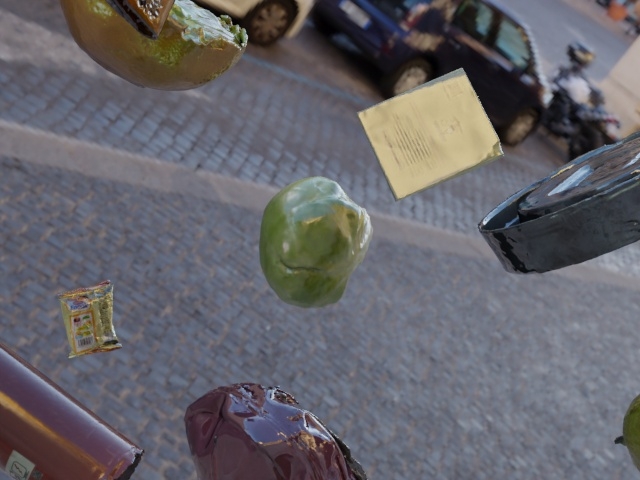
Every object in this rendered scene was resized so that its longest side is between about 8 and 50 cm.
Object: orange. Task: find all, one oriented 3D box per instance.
[{"bbox_3d":[-0.289,-0.359,1.726,0.262,0.196,0.334,25,-1,39],"label":"orange"}]

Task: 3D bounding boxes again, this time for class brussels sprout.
[{"bbox_3d":[-0.008,-0.006,2.323,0.243,0.316,0.273,9,-43,41],"label":"brussels sprout"}]

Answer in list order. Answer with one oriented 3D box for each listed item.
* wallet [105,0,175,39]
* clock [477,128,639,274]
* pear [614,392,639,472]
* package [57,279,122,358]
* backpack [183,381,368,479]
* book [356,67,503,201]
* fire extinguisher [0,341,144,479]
[{"bbox_3d":[-0.237,-0.382,1.414,0.042,0.161,0.195,23,-10,22],"label":"wallet"},{"bbox_3d":[0.290,-0.052,1.004,0.055,0.280,0.280,63,21,-5],"label":"clock"},{"bbox_3d":[0.608,0.300,1.520,0.287,0.375,0.287,8,79,-46],"label":"pear"},{"bbox_3d":[-0.386,0.135,1.725,0.031,0.120,0.108,0,10,42],"label":"package"},{"bbox_3d":[-0.059,0.327,1.419,0.283,0.317,0.197,11,38,46],"label":"backpack"},{"bbox_3d":[0.177,-0.173,1.667,0.013,0.192,0.168,70,-3,-74],"label":"book"},{"bbox_3d":[-0.358,0.176,1.074,0.337,0.106,0.147,35,41,4],"label":"fire extinguisher"}]
